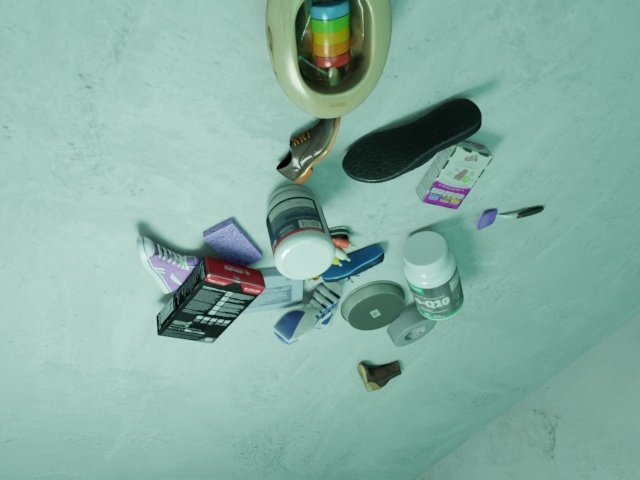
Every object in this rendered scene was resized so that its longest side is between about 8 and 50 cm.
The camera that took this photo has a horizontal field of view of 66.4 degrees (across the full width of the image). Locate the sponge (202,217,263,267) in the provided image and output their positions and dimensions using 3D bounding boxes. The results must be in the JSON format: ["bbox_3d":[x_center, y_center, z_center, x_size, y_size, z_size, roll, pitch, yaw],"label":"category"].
[{"bbox_3d":[-0.300,0.019,1.698,0.117,0.031,0.210,-27,135,8],"label":"sponge"}]

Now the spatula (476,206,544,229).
[{"bbox_3d":[0.744,-0.096,1.916,0.296,0.030,0.084,-10,136,-9],"label":"spatula"}]

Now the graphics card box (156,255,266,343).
[{"bbox_3d":[-0.393,0.221,1.734,0.232,0.094,0.371,18,127,-38],"label":"graphics card box"}]

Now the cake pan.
[{"bbox_3d":[0.232,0.291,2.110,0.292,0.054,0.293,-9,135,-9],"label":"cake pan"}]

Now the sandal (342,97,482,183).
[{"bbox_3d":[0.286,-0.282,1.512,0.445,0.168,0.107,-23,153,5],"label":"sandal"}]

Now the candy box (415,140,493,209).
[{"bbox_3d":[0.454,-0.226,1.671,0.159,0.071,0.234,10,130,-25],"label":"candy box"}]

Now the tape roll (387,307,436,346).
[{"bbox_3d":[0.412,0.390,2.209,0.219,0.072,0.219,-21,146,-15],"label":"tape roll"}]

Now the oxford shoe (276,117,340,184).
[{"bbox_3d":[-0.035,-0.283,1.450,0.098,0.097,0.271,22,123,-26],"label":"oxford shoe"}]

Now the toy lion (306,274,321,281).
[{"bbox_3d":[-0.028,0.107,1.847,0.096,0.034,0.100,-19,115,-45],"label":"toy lion"}]

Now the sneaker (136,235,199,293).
[{"bbox_3d":[-0.497,0.060,1.636,0.160,0.102,0.282,-19,146,-4],"label":"sneaker"}]

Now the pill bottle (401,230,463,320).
[{"bbox_3d":[0.440,0.140,1.925,0.204,0.204,0.361,-23,134,5],"label":"pill bottle"}]

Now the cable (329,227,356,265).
[{"bbox_3d":[0.000,0.000,1.745,0.287,0.072,0.140,19,119,-31],"label":"cable"}]

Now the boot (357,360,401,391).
[{"bbox_3d":[0.302,0.657,2.481,0.206,0.090,0.249,-28,134,-7],"label":"boot"}]

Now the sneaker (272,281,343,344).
[{"bbox_3d":[-0.031,0.318,1.954,0.315,0.127,0.182,-38,149,-22],"label":"sneaker"}]

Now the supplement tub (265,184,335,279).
[{"bbox_3d":[-0.071,-0.030,1.551,0.190,0.272,0.191,-9,134,-9],"label":"supplement tub"}]

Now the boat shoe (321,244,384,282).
[{"bbox_3d":[0.131,0.110,1.869,0.258,0.109,0.089,-18,139,3],"label":"boat shoe"}]

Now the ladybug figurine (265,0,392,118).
[{"bbox_3d":[0.014,-0.521,1.186,0.304,0.162,0.450,-9,135,-8],"label":"ladybug figurine"}]

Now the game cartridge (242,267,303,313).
[{"bbox_3d":[-0.212,0.191,1.876,0.293,0.060,0.196,-7,138,-12],"label":"game cartridge"}]
